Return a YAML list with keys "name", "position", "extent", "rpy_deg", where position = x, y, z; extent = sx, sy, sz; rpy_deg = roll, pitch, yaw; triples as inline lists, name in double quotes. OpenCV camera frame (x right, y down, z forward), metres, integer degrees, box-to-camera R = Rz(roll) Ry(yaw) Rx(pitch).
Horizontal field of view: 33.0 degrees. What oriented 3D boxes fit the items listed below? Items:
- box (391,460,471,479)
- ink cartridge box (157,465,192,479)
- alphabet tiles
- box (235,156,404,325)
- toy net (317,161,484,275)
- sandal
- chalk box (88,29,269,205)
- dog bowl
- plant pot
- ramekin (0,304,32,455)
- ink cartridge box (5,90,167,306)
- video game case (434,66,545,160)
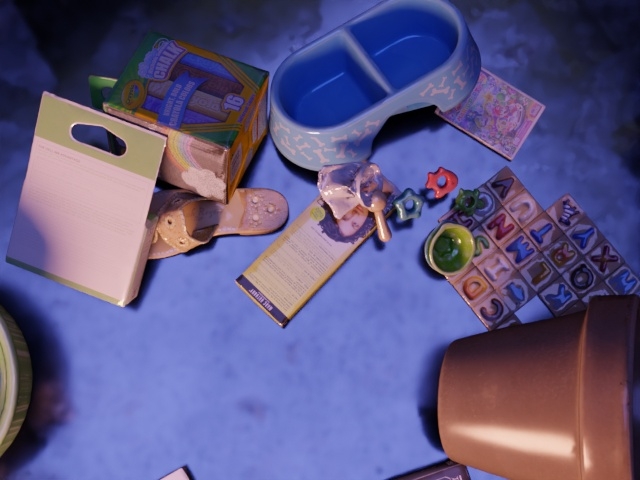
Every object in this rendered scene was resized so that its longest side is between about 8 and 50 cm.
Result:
- name: "box"
  position: [0.130, 0.411, 1.344]
  extent: [0.183, 0.056, 0.231]
  rpy_deg: [-19, 83, -2]
- name: "ink cartridge box"
  position: [-0.209, 0.340, 1.366]
  extent: [0.115, 0.029, 0.063]
  rpy_deg: [-29, 84, -3]
- name: "alphabet tiles"
  position: [0.274, 0.028, 1.417]
  extent: [0.198, 0.009, 0.237]
  rpy_deg: [-38, 85, -4]
- name: "box"
  position: [0.000, 0.000, 1.394]
  extent: [0.087, 0.058, 0.232]
  rpy_deg: [42, 85, 4]
- name: "toy net"
  position: [0.106, -0.049, 1.350]
  extent: [0.232, 0.045, 0.122]
  rpy_deg: [25, 94, -26]
- name: "sandal"
  position: [-0.161, -0.033, 1.386]
  extent: [0.240, 0.079, 0.088]
  rpy_deg: [-8, 83, -1]
- name: "chalk box"
  position: [-0.186, -0.161, 1.355]
  extent: [0.213, 0.132, 0.132]
  rpy_deg: [22, 61, 7]
- name: "dog bowl"
  position: [0.065, -0.212, 1.384]
  extent: [0.297, 0.074, 0.166]
  rpy_deg: [-30, 63, -6]
- name: "plant pot"
  position: [0.267, 0.192, 1.290]
  extent: [0.229, 0.263, 0.263]
  rpy_deg: [1, 82, 20]
- name: "ramekin"
  position: [-0.504, 0.174, 1.325]
  extent: [0.303, 0.148, 0.303]
  rpy_deg: [0, 83, 0]
- name: "ink cartridge box"
  position: [-0.286, -0.053, 1.349]
  extent: [0.171, 0.056, 0.235]
  rpy_deg: [21, 109, 7]
- name: "video game case"
  position: [0.226, -0.174, 1.440]
  extent: [0.122, 0.011, 0.087]
  rpy_deg: [32, 84, 4]
